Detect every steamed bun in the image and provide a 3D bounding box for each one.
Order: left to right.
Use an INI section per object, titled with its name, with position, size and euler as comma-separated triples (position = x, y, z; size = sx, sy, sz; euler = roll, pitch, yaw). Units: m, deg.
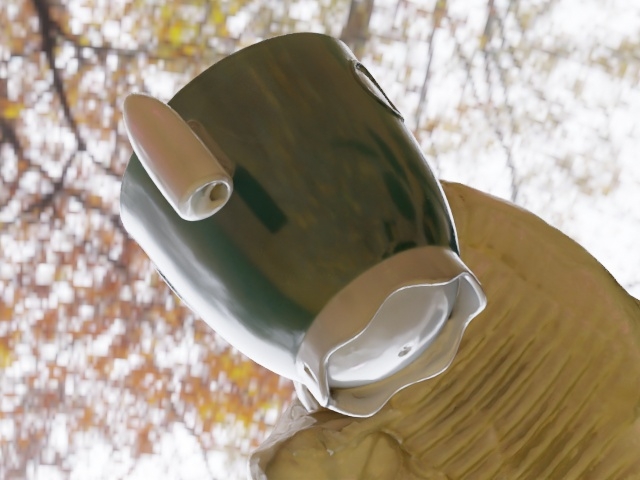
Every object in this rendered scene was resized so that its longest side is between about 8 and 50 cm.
[steamed bun]
position = 0.114, 0.155, 1.492
size = 0.352, 0.247, 0.339
euler = 37, -97, -1

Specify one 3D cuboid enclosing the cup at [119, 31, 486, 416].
[cup]
position = 0.000, 0.000, 1.025
size = 0.167, 0.300, 0.173
euler = -46, -121, 11
